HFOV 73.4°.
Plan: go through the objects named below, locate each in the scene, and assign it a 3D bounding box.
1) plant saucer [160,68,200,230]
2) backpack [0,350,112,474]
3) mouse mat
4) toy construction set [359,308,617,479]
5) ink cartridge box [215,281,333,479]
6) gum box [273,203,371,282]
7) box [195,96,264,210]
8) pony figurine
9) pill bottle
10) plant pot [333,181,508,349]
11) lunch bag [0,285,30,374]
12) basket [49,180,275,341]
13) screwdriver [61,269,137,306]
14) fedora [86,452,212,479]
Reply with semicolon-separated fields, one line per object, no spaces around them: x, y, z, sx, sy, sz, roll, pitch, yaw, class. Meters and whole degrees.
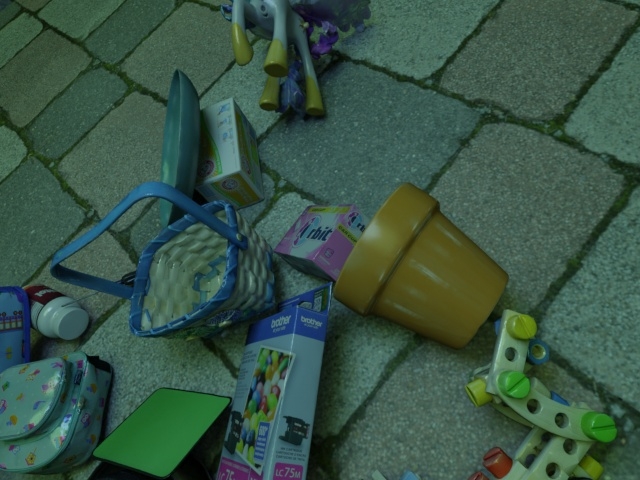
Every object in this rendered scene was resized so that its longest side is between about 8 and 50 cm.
-0.286;-0.176;0.868;0.043;0.318;0.318;4;57;-25;plant saucer
-0.466;0.298;0.739;0.165;0.144;0.189;-13;63;7;backpack
-0.245;0.289;0.666;0.189;0.007;0.152;-5;24;32;mouse mat
0.199;0.265;0.508;0.215;0.151;0.328;44;92;7;toy construction set
-0.069;0.217;0.625;0.185;0.065;0.312;-30;42;55;ink cartridge box
0.000;0.000;0.719;0.107;0.062;0.188;-54;22;-13;gum box
-0.196;-0.177;0.901;0.103;0.114;0.203;-18;61;11;box
-0.066;-0.453;0.898;0.302;0.351;0.364;-6;81;21;pony figurine
-0.551;0.148;0.878;0.151;0.086;0.086;15;70;25;pill bottle
0.152;0.050;0.622;0.187;0.205;0.205;33;78;15;plant pot
-0.633;0.207;0.742;0.137;0.221;0.294;7;89;23;lunch bag
-0.220;0.039;0.675;0.254;0.288;0.201;-28;47;27;basket
-0.432;0.096;0.866;0.169;0.025;0.024;-24;97;-17;screwdriver
-0.297;0.452;0.591;0.333;0.152;0.335;-9;61;16;fedora
